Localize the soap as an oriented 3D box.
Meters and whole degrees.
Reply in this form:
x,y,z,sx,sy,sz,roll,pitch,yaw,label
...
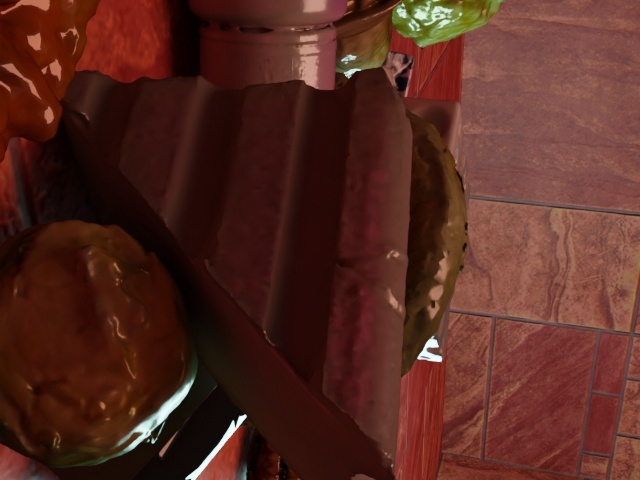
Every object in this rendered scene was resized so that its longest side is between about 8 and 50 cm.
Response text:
x,y,z,sx,sy,sz,roll,pitch,yaw,label
-0.072,0.036,0.600,0.159,0.257,0.302,93,2,-52,soap

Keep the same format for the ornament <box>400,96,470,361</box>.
x,y,z,sx,sy,sz,roll,pitch,yaw,label
0.041,-0.015,1.070,0.239,0.239,0.240,62,37,-63,ornament

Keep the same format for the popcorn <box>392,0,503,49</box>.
x,y,z,sx,sy,sz,roll,pitch,yaw,label
0.193,-0.456,1.444,0.282,0.246,0.282,-12,90,-71,popcorn

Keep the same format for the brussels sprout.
x,y,z,sx,sy,sz,roll,pitch,yaw,label
-0.151,0.067,0.585,0.122,0.149,0.152,106,9,-82,brussels sprout

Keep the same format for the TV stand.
x,y,z,sx,sy,sz,roll,pitch,yaw,label
-0.094,0.103,0.721,0.269,0.082,0.088,-50,151,-21,TV stand

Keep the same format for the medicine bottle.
x,y,z,sx,sy,sz,roll,pitch,yaw,label
-0.048,-0.256,0.803,0.152,0.151,0.255,-50,145,-64,medicine bottle

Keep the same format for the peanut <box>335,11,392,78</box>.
x,y,z,sx,sy,sz,roll,pitch,yaw,label
0.031,-0.280,1.136,0.224,0.129,0.129,54,45,-69,peanut

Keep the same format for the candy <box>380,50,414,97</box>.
x,y,z,sx,sy,sz,roll,pitch,yaw,label
0.073,-0.224,1.309,0.160,0.073,0.092,-174,-87,-75,candy

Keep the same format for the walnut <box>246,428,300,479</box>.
x,y,z,sx,sy,sz,roll,pitch,yaw,label
-0.039,0.278,1.154,0.116,0.115,0.207,46,52,-71,walnut

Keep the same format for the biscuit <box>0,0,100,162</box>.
x,y,z,sx,sy,sz,roll,pitch,yaw,label
-0.191,-0.189,0.379,0.318,0.110,0.312,62,39,-65,biscuit

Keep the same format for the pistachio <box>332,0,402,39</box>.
x,y,z,sx,sy,sz,roll,pitch,yaw,label
0.011,-0.282,0.962,0.223,0.152,0.126,-38,147,-24,pistachio

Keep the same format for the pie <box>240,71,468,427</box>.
x,y,z,sx,sy,sz,roll,pitch,yaw,label
0.000,0.000,0.866,0.078,0.296,0.372,35,58,-52,pie
